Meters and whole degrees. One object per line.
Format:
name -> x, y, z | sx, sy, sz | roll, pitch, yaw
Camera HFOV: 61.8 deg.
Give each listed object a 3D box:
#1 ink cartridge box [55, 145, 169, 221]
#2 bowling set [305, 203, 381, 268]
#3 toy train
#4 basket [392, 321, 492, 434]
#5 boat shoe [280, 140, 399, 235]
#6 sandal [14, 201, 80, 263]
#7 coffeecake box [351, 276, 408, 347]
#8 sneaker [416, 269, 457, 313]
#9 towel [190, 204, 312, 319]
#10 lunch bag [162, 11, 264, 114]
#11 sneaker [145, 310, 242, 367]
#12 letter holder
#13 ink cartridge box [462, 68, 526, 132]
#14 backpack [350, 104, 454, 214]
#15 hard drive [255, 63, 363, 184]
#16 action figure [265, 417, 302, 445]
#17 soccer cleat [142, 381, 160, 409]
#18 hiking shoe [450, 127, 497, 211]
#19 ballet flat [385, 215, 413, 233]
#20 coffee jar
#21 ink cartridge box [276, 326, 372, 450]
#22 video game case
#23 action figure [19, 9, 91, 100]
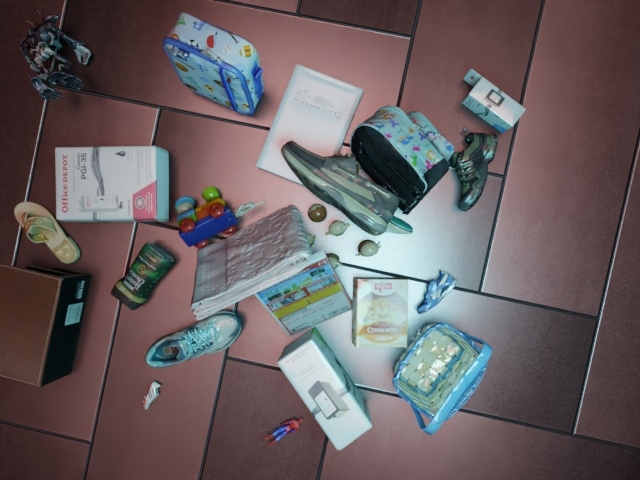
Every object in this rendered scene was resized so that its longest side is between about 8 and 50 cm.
ink cartridge box -> -0.578, -0.154, 1.493 | 0.283, 0.117, 0.207 | -1, 91, 3
bowling set -> 0.000, 0.000, 1.447 | 0.287, 0.154, 0.199 | -26, 90, 2
toy train -> -0.283, -0.096, 1.486 | 0.248, 0.105, 0.143 | -27, 55, -2
basket -> 0.312, 0.335, 1.367 | 0.201, 0.289, 0.254 | 37, 93, -1
boat shoe -> 0.054, -0.159, 1.412 | 0.355, 0.132, 0.130 | 39, 82, 10
sandal -> -0.795, -0.027, 1.524 | 0.240, 0.079, 0.088 | 43, 92, 2
coffeecake box -> 0.162, 0.195, 1.464 | 0.143, 0.068, 0.185 | 1, 91, -8
sneaker -> 0.313, 0.144, 1.486 | 0.059, 0.053, 0.144 | 45, 84, 1
towel -> -0.183, 0.038, 1.380 | 0.317, 0.331, 0.053 | -26, 116, 3
lunch bag -> -0.261, -0.444, 1.382 | 0.243, 0.303, 0.114 | 27, 83, 3
sneaker -> -0.352, 0.287, 1.484 | 0.283, 0.122, 0.110 | -25, 90, 3
letter holder -> -0.807, 0.223, 1.495 | 0.215, 0.152, 0.301 | 12, 91, 5
ink cartridge box -> 0.450, -0.374, 1.446 | 0.180, 0.104, 0.060 | 37, 93, 2
backpack -> 0.205, -0.227, 1.404 | 0.253, 0.225, 0.191 | 42, 70, 6
hard drive -> -0.031, -0.313, 1.502 | 0.203, 0.040, 0.307 | 22, 92, 2
action figure -> -0.101, 0.538, 1.522 | 0.115, 0.030, 0.038 | -30, 95, -2
soccer cleat -> -0.485, 0.449, 1.540 | 0.036, 0.029, 0.083 | 15, 87, 7
hiking shoe -> 0.404, -0.193, 1.471 | 0.114, 0.086, 0.226 | 19, 86, 16
ballet flat -> 0.178, -0.053, 1.497 | 0.168, 0.057, 0.052 | 31, 120, 6
coffee jar -> -0.504, 0.103, 1.512 | 0.096, 0.079, 0.184 | 37, 93, 2
ink cartridge box -> 0.013, 0.386, 1.429 | 0.115, 0.198, 0.272 | -35, 89, 2
video game case -> -0.040, 0.148, 1.410 | 0.204, 0.285, 0.025 | -24, 52, 3
action figure -> -0.746, -0.510, 1.493 | 0.164, 0.141, 0.275 | -29, 63, 11
